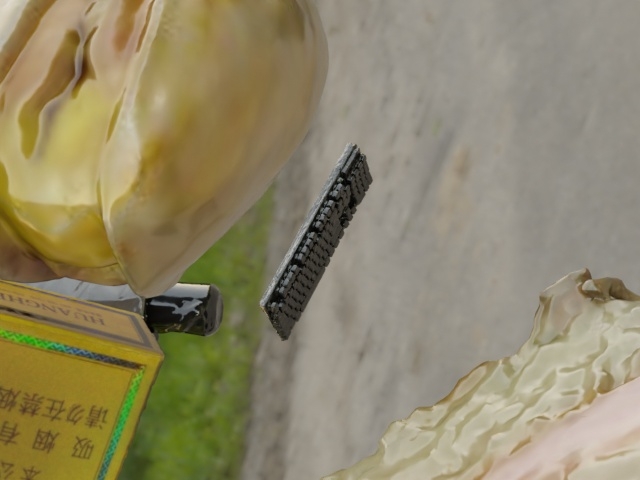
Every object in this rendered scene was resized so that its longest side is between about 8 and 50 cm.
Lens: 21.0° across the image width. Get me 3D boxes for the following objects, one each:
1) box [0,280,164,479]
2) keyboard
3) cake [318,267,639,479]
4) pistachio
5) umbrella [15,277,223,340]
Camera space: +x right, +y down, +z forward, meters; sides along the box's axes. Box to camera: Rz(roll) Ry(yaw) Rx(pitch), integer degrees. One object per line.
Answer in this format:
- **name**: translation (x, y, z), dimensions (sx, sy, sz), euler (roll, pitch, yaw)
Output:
- **box**: translation (-0.251, 0.174, 1.175), dimensions (0.301, 0.193, 0.084), euler (-68, 23, 13)
- **keyboard**: translation (0.000, 0.000, 1.592), dimensions (0.195, 0.018, 0.060), euler (-62, -33, -27)
- **cake**: translation (0.137, 0.248, 0.801), dimensions (0.293, 0.314, 0.306), euler (-35, 29, 9)
- **pistachio**: translation (-0.112, -0.087, 1.082), dimensions (0.230, 0.230, 0.309), euler (-61, 1, 38)
- **umbrella**: translation (-0.243, 0.040, 1.348), dimensions (0.067, 0.337, 0.073), euler (-26, -58, -79)
